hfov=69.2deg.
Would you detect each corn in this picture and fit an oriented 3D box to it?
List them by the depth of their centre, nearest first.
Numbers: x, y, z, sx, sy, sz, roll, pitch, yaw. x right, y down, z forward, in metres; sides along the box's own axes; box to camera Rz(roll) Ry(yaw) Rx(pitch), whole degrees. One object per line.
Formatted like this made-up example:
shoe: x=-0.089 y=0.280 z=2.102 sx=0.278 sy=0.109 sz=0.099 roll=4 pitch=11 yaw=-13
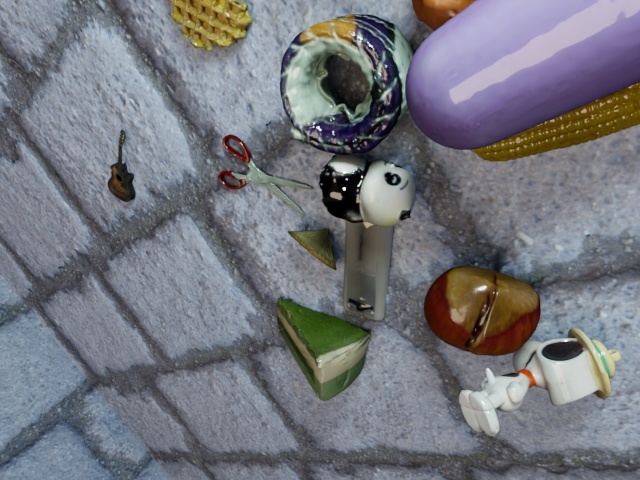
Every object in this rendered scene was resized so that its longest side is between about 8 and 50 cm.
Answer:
corn: x=0.362 y=-0.198 z=0.696 sx=0.322 sy=0.119 sz=0.119 roll=-13 pitch=112 yaw=32

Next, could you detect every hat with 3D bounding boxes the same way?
hat: x=0.000 y=0.000 z=1.085 sx=0.146 sy=0.067 sz=0.146 roll=38 pitch=173 yaw=5

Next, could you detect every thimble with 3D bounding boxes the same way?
thimble: x=0.045 y=-0.270 z=0.821 sx=0.237 sy=0.150 sz=0.237 roll=16 pitch=128 yaw=22

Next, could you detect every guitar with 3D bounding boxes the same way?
guitar: x=-0.563 y=-0.211 z=1.316 sx=0.088 sy=0.025 sz=0.233 roll=31 pitch=130 yaw=11

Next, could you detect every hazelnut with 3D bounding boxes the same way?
hazelnut: x=0.309 y=0.146 z=0.908 sx=0.212 sy=0.181 sz=0.180 roll=17 pitch=105 yaw=10

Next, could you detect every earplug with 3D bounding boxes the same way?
earplug: x=0.315 y=-0.261 z=0.559 sx=0.456 sy=0.215 sz=0.215 roll=-26 pitch=104 yaw=28

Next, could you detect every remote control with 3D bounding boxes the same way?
remote control: x=0.099 y=0.059 z=1.061 sx=0.109 sy=0.055 sz=0.313 roll=16 pitch=127 yaw=23

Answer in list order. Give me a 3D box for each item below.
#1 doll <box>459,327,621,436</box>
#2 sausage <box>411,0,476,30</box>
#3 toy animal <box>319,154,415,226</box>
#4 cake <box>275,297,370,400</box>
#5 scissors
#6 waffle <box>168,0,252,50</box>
doll: x=0.412 y=0.273 z=0.869 sx=0.208 sy=0.271 sz=0.144 roll=-23 pitch=88 yaw=53
sausage: x=0.215 y=-0.414 z=0.627 sx=0.153 sy=0.141 sz=0.268 roll=32 pitch=131 yaw=11
toy animal: x=0.096 y=-0.103 z=0.907 sx=0.179 sy=0.166 sz=0.138 roll=6 pitch=123 yaw=16
cake: x=-0.038 y=0.281 z=1.217 sx=0.284 sy=0.172 sz=0.158 roll=21 pitch=126 yaw=22
scissors: x=-0.134 y=-0.145 z=1.101 sx=0.248 sy=0.017 sz=0.144 roll=28 pitch=131 yaw=12
waffle: x=-0.226 y=-0.467 z=0.928 sx=0.192 sy=0.046 sz=0.160 roll=0 pitch=119 yaw=31
